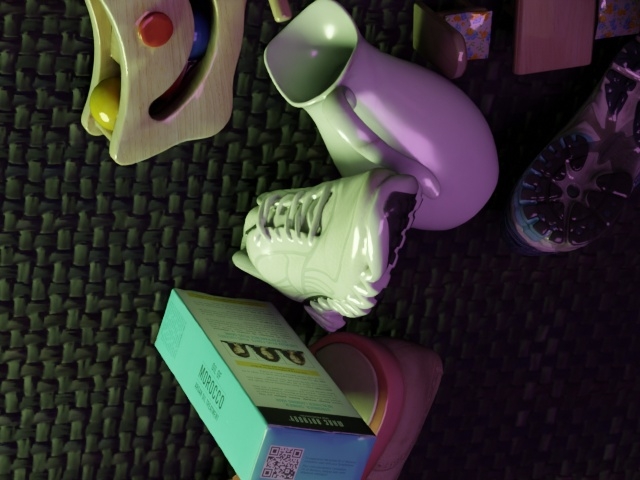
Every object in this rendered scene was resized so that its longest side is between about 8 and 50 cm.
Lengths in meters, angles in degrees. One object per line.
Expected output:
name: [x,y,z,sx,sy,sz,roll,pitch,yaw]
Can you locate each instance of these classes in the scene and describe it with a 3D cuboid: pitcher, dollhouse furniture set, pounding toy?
pitcher: [0.060,-0.084,1.596,0.125,0.177,0.207,-39,124,16]
dollhouse furniture set: [0.208,-0.247,1.587,0.212,0.161,0.242,-10,119,-19]
pounding toy: [-0.123,-0.182,1.478,0.154,0.155,0.269,-2,116,-28]

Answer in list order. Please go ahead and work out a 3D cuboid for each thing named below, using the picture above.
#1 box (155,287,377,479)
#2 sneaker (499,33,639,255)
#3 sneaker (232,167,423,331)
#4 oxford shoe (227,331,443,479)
box: [-0.051,0.124,1.613,0.100,0.244,0.060,9,111,-27]
sneaker: [0.257,-0.091,1.736,0.283,0.122,0.110,-40,90,-22]
sneaker: [0.000,0.000,1.568,0.118,0.292,0.110,26,72,-6]
oxford shoe: [-0.013,0.252,1.766,0.146,0.140,0.397,1,131,-53]
